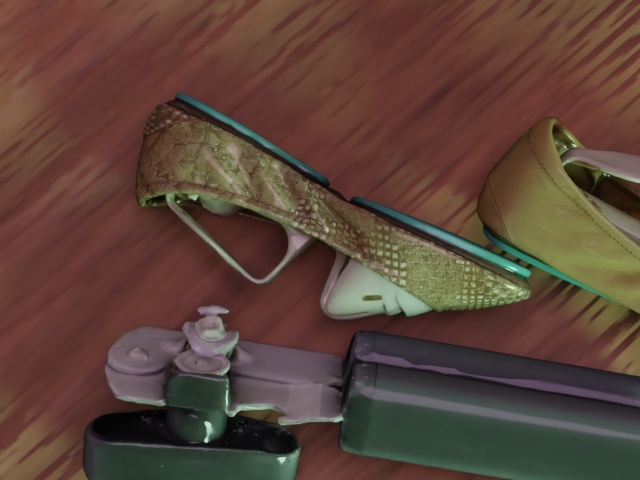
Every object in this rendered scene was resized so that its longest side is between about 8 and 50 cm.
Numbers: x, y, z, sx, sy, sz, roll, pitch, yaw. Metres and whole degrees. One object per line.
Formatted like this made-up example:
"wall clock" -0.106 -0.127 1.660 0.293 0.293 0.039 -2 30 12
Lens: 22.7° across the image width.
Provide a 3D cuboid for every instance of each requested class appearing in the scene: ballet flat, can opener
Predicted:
"ballet flat" 0.187 0.015 0.767 0.232 0.080 0.073 28 117 4
"can opener" 0.030 0.088 0.767 0.280 0.074 0.093 5 113 0
"ballet flat" 0.000 0.000 0.778 0.206 0.073 0.067 26 87 12
